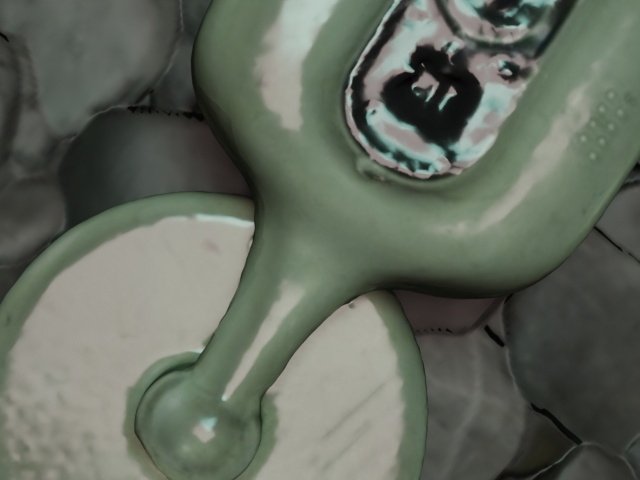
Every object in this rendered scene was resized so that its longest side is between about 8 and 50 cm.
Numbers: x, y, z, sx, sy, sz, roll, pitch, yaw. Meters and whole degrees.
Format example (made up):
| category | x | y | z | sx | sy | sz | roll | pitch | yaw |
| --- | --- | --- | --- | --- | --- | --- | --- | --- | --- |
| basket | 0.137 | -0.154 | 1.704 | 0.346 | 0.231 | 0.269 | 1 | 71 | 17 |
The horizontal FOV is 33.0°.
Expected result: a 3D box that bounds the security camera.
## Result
| category | x | y | z | sx | sy | sz | roll | pitch | yaw |
| --- | --- | --- | --- | --- | --- | --- | --- | --- | --- |
| security camera | 0.000 | 0.000 | 0.355 | 0.157 | 0.080 | 0.301 | 33 | 88 | -4 |
